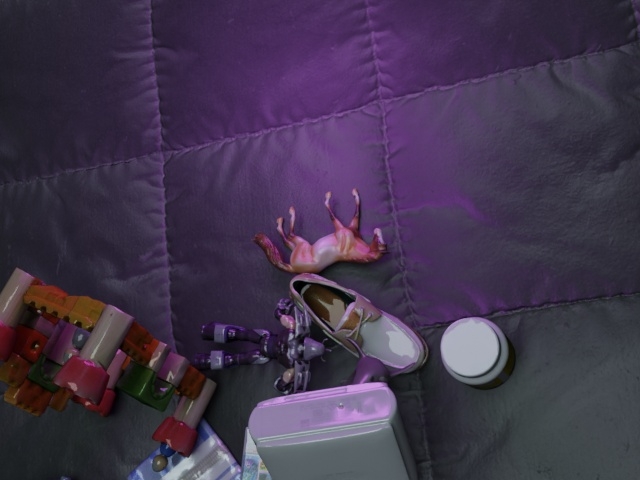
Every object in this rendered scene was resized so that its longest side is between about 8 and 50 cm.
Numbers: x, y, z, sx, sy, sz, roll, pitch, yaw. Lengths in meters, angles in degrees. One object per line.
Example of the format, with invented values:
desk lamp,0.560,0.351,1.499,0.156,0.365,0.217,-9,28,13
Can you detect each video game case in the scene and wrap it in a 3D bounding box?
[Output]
video game case,-0.074,0.438,1.774,0.157,0.019,0.143,4,79,5

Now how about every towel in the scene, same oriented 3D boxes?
towel,-0.236,0.512,1.817,0.209,0.034,0.285,-41,69,4

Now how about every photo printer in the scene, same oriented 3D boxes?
photo printer,0.035,0.383,1.624,0.255,0.308,0.107,-10,47,8

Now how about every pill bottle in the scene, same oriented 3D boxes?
pill bottle,0.279,0.200,1.635,0.119,0.208,0.119,-4,76,16

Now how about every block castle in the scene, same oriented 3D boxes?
block castle,-0.418,0.254,1.698,0.302,0.453,0.213,19,72,24

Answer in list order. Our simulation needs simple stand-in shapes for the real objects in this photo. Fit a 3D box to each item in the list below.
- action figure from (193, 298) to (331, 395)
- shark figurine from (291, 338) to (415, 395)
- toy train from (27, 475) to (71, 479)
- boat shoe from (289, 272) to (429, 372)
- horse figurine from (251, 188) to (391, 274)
action figure,-0.104,0.204,1.781,0.284,0.099,0.186,-2,76,29
shark figurine,0.059,0.246,1.723,0.166,0.278,0.116,-28,82,-32
toy train,-0.477,0.558,1.796,0.333,0.190,0.142,16,82,20
boat shoe,0.064,0.161,1.766,0.302,0.103,0.113,28,87,21
horse figurine,0.000,0.000,1.846,0.263,0.066,0.175,-20,67,10
